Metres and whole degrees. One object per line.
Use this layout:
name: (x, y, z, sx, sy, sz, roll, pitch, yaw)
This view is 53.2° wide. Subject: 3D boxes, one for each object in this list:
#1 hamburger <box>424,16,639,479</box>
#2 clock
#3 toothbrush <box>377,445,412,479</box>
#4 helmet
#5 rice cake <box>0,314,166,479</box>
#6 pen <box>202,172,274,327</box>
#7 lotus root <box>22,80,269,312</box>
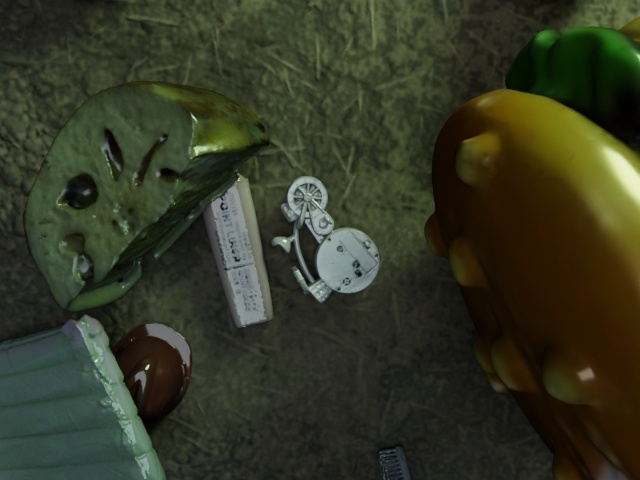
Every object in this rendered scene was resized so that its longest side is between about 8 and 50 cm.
hamburger: (0.253, 0.042, 0.482, 0.277, 0.396, 0.396, -26, 94, 0)
clock: (0.000, 0.000, 0.640, 0.087, 0.041, 0.129, -34, 98, -1)
toothbrush: (0.105, 0.356, 0.598, 0.031, 0.023, 0.321, -10, 62, -7)
helmet: (-0.182, 0.141, 0.642, 0.089, 0.057, 0.111, 24, 94, 0)
rice cake: (-0.261, 0.170, 0.623, 0.198, 0.037, 0.189, -21, 92, 23)
pen: (-0.088, -0.011, 0.644, 0.053, 0.032, 0.197, -13, 96, 1)
lotus root: (-0.169, -0.050, 0.581, 0.138, 0.119, 0.235, 44, 105, 13)
